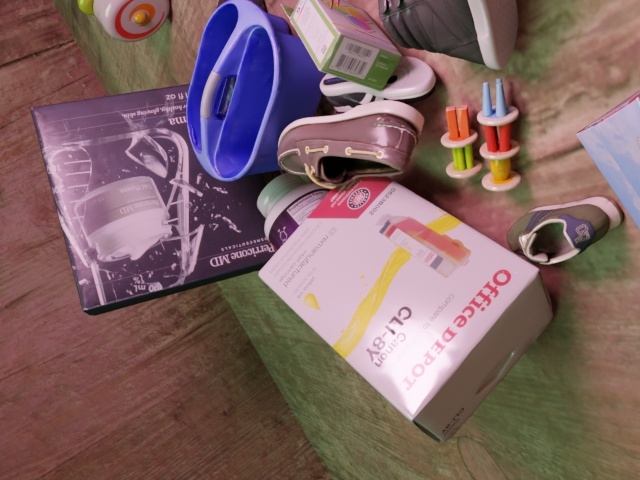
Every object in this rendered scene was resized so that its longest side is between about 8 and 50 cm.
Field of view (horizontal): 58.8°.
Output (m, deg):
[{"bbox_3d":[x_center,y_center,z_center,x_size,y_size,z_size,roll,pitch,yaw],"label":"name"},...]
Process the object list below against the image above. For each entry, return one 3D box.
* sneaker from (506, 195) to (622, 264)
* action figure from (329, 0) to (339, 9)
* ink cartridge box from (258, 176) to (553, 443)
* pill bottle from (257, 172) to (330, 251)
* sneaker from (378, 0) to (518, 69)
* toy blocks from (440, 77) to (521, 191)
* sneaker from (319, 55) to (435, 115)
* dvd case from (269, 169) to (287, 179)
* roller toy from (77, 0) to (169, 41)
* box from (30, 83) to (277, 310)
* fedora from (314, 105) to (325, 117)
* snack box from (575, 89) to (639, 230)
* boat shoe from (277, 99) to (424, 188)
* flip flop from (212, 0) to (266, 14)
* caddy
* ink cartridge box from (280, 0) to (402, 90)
[{"bbox_3d":[0.294,-0.004,0.754,0.064,0.086,0.192,59,158,0],"label":"sneaker"},{"bbox_3d":[0.083,-0.379,0.706,0.280,0.091,0.139,21,128,56],"label":"action figure"},{"bbox_3d":[0.127,0.082,0.923,0.385,0.279,0.160,38,175,39],"label":"ink cartridge box"},{"bbox_3d":[0.000,0.000,1.255,0.323,0.181,0.181,48,156,23],"label":"pill bottle"},{"bbox_3d":[0.113,-0.300,0.600,0.147,0.104,0.296,16,160,32],"label":"sneaker"},{"bbox_3d":[0.215,-0.151,0.775,0.123,0.054,0.148,31,145,48],"label":"toy blocks"},{"bbox_3d":[0.109,-0.221,0.907,0.217,0.079,0.121,16,155,45],"label":"sneaker"},{"bbox_3d":[-0.111,-0.177,1.487,0.119,0.013,0.087,62,158,-7],"label":"dvd case"},{"bbox_3d":[-0.502,-0.632,1.495,0.146,0.209,0.191,54,-167,13],"label":"roller toy"},{"bbox_3d":[-0.398,-0.104,1.424,0.297,0.480,0.471,156,99,-70],"label":"box"},{"bbox_3d":[-0.055,-0.236,1.203,0.194,0.079,0.194,46,155,28],"label":"fedora"},{"bbox_3d":[0.329,-0.067,0.438,0.174,0.207,0.070,57,158,2],"label":"snack box"},{"bbox_3d":[0.027,-0.142,0.935,0.117,0.096,0.324,26,162,-37],"label":"boat shoe"},{"bbox_3d":[-0.164,-0.415,1.194,0.277,0.112,0.080,80,164,-53],"label":"flip flop"},{"bbox_3d":[-0.145,-0.276,1.080,0.241,0.179,0.341,46,129,30],"label":"caddy"},{"bbox_3d":[0.025,-0.315,0.846,0.062,0.109,0.209,-58,39,33],"label":"ink cartridge box"}]
